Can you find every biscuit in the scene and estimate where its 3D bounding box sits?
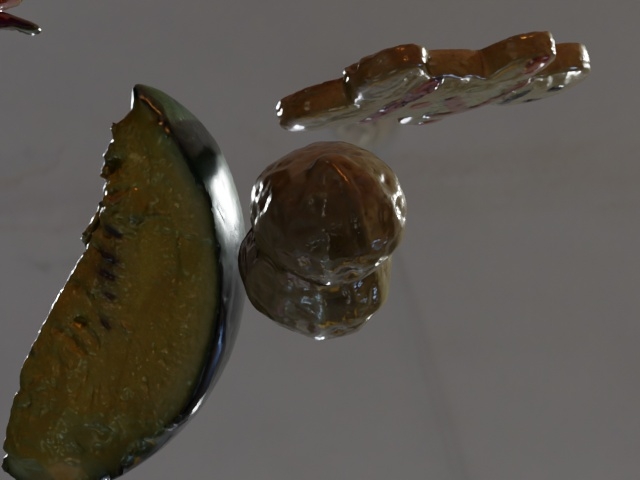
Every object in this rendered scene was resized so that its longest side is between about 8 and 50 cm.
[{"bbox_3d":[0.095,-0.109,1.266,0.153,0.234,0.030,-20,-100,50],"label":"biscuit"}]

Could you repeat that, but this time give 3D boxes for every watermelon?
[{"bbox_3d":[-0.119,0.051,1.208,0.129,0.123,0.301,23,-69,-3],"label":"watermelon"}]

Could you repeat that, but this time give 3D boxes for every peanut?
[{"bbox_3d":[0.001,0.002,0.958,0.089,0.089,0.193,22,-17,4],"label":"peanut"}]

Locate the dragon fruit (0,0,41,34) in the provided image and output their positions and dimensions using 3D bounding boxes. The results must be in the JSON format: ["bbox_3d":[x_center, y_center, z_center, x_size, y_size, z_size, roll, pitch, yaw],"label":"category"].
[{"bbox_3d":[-0.316,-0.198,1.168,0.237,0.302,0.231,14,-22,43],"label":"dragon fruit"}]
